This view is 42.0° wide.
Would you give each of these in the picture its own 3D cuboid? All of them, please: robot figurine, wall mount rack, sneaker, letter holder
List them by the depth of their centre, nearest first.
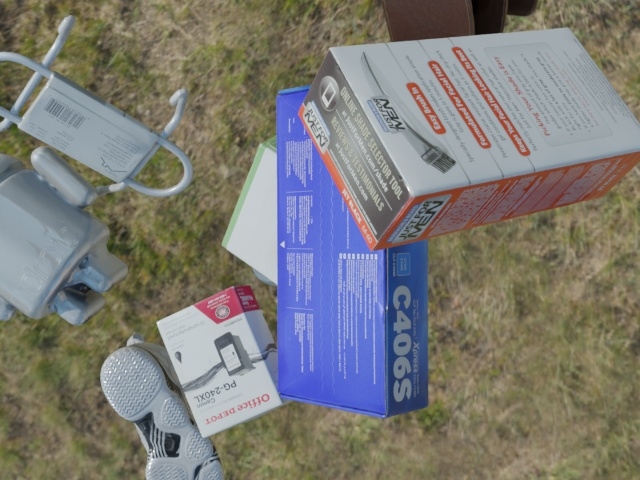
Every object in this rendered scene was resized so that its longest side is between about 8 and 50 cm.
[{"bbox_3d":[0.215,-0.379,1.238,0.214,0.152,0.302,10,161,16],"label":"letter holder"},{"bbox_3d":[-0.378,-0.174,1.312,0.350,0.130,0.304,31,126,-25],"label":"wall mount rack"},{"bbox_3d":[-0.498,-0.009,1.393,0.353,0.200,0.300,37,96,-3],"label":"robot figurine"},{"bbox_3d":[-0.289,0.344,1.606,0.137,0.210,0.365,-27,101,-1],"label":"sneaker"}]

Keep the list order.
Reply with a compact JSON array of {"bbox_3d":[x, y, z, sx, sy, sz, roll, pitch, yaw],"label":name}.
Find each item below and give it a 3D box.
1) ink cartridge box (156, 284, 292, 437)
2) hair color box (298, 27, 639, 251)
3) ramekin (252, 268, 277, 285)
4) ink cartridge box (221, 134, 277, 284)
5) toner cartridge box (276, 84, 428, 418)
[{"bbox_3d":[-0.110,0.143,0.989,0.109,0.063,0.150,-25,82,11],"label":"ink cartridge box"},{"bbox_3d":[0.084,-0.059,0.445,0.167,0.093,0.053,-11,152,-30],"label":"hair color box"},{"bbox_3d":[-0.012,-0.022,1.621,0.127,0.273,0.273,27,123,-30],"label":"ramekin"},{"bbox_3d":[0.000,0.000,1.046,0.235,0.056,0.171,34,125,12],"label":"ink cartridge box"},{"bbox_3d":[0.032,0.004,0.909,0.165,0.075,0.347,1,91,44],"label":"toner cartridge box"}]
